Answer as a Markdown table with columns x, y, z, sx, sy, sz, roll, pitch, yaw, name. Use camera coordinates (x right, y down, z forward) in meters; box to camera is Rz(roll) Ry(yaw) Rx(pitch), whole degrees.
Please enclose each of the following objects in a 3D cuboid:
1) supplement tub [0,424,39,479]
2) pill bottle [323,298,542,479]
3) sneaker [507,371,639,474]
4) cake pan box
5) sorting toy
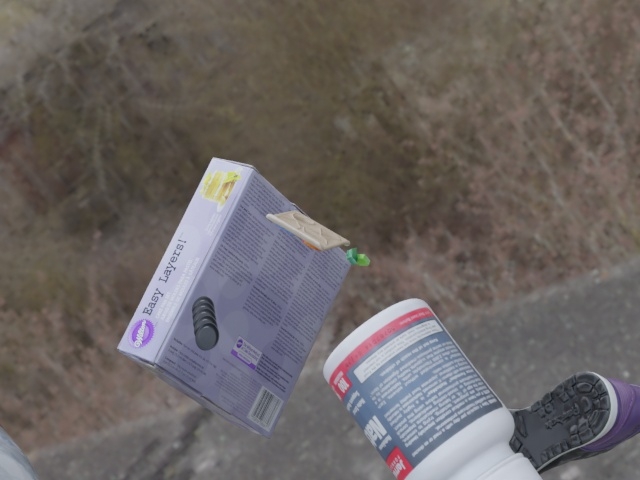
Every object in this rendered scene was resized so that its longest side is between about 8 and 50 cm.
| x | y | z | sx | sy | sz | roll | pitch | yaw | name |
| --- | --- | --- | --- | --- | --- | --- | --- | --- | --- |
| -0.356 | 0.156 | 1.008 | 0.193 | 0.193 | 0.316 | -41 | 42 | -13 | supplement tub |
| 0.094 | 0.147 | 1.084 | 0.108 | 0.180 | 0.108 | -32 | -20 | -13 | pill bottle |
| 0.300 | 0.251 | 1.675 | 0.283 | 0.124 | 0.107 | -31 | 57 | 47 | sneaker |
| -0.085 | 0.073 | 1.522 | 0.070 | 0.267 | 0.246 | 17 | 75 | 36 | cake pan box |
| 0.000 | 0.000 | 1.096 | 0.012 | 0.083 | 0.062 | -64 | -20 | 13 | sorting toy |
